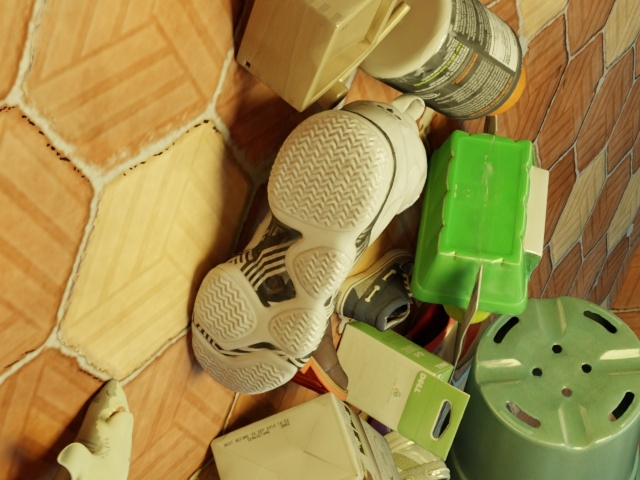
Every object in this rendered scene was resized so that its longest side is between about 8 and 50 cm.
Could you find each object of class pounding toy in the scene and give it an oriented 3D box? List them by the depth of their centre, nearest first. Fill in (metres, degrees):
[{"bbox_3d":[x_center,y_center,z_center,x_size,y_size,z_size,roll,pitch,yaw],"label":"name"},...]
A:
[{"bbox_3d":[0.005,-0.211,1.012,0.181,0.094,0.206,-46,172,-32],"label":"pounding toy"}]

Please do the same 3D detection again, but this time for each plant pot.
[{"bbox_3d":[0.360,0.276,1.651,0.341,0.341,0.334,-50,156,-26],"label":"plant pot"}]

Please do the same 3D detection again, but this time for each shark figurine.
[{"bbox_3d":[-0.261,0.243,0.938,0.278,0.116,0.166,-22,100,-65],"label":"shark figurine"}]

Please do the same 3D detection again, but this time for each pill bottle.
[{"bbox_3d":[0.143,-0.210,1.176,0.246,0.130,0.130,16,100,-55],"label":"pill bottle"}]

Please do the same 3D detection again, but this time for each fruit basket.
[{"bbox_3d":[0.226,0.013,1.493,0.353,0.165,0.327,75,22,-62],"label":"fruit basket"}]

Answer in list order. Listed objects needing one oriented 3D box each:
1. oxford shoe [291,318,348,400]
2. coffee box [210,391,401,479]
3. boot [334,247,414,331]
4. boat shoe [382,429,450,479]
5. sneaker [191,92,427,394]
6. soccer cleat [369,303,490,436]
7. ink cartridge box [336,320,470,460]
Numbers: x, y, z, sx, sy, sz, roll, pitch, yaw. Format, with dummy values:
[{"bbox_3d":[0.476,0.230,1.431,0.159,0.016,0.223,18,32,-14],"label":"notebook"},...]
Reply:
[{"bbox_3d":[-0.008,0.128,1.310,0.098,0.097,0.271,-64,156,-15],"label":"oxford shoe"},{"bbox_3d":[-0.002,0.314,1.384,0.168,0.118,0.297,-24,154,8],"label":"coffee box"},{"bbox_3d":[0.100,0.073,1.466,0.190,0.086,0.069,-30,140,-49],"label":"boot"},{"bbox_3d":[0.054,0.413,1.594,0.320,0.103,0.118,-41,139,8],"label":"boat shoe"},{"bbox_3d":[0.000,0.000,1.121,0.210,0.137,0.365,-39,162,-55],"label":"sneaker"},{"bbox_3d":[0.148,0.222,1.715,0.116,0.108,0.318,33,92,-36],"label":"soccer cleat"},{"bbox_3d":[0.117,0.205,1.480,0.062,0.209,0.109,-11,124,-57],"label":"ink cartridge box"}]
